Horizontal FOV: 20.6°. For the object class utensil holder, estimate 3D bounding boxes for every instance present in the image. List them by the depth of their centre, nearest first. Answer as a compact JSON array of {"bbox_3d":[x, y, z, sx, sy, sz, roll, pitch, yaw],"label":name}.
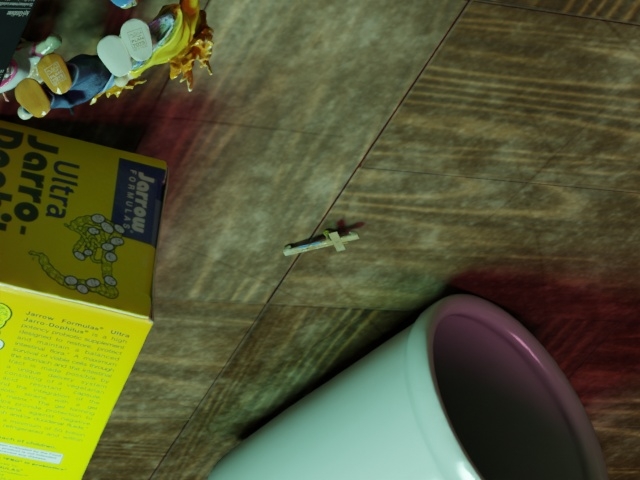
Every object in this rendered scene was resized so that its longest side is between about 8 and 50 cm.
[{"bbox_3d":[0.094,0.298,2.104,0.385,0.328,0.327,-35,142,29],"label":"utensil holder"}]

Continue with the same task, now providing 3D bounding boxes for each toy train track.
[{"bbox_3d":[0.000,0.000,1.909,0.083,0.014,0.048,-14,154,6],"label":"toy train track"}]

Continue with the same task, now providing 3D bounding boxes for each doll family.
[{"bbox_3d":[-0.180,-0.154,1.487,0.263,0.118,0.163,-29,-176,20],"label":"doll family"}]

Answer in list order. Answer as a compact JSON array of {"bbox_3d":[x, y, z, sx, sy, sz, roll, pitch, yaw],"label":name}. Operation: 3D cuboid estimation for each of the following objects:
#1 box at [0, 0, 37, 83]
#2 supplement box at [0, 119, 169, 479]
[{"bbox_3d":[-0.287,-0.198,1.247,0.184,0.103,0.261,-66,170,12],"label":"box"},{"bbox_3d":[-0.290,0.082,1.704,0.195,0.194,0.356,14,138,-14],"label":"supplement box"}]
